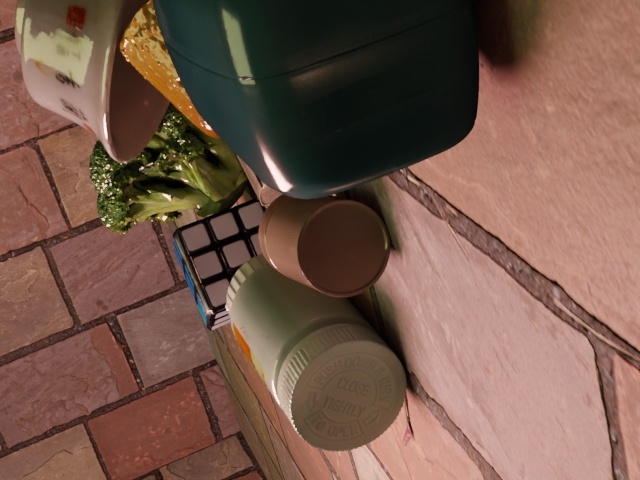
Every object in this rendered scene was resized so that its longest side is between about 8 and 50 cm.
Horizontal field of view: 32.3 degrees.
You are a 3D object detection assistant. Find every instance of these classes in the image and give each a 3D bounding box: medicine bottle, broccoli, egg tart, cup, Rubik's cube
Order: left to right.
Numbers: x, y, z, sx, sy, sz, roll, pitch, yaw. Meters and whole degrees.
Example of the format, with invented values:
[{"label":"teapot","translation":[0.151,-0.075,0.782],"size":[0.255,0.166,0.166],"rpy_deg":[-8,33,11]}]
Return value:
[{"label":"cup","translation":[-0.277,-0.288,1.404],"size":[0.347,0.163,0.347],"rpy_deg":[18,-90,-85]},{"label":"broccoli","translation":[-0.265,-0.136,1.916],"size":[0.275,0.308,0.308],"rpy_deg":[38,159,15]},{"label":"Rubik's cube","translation":[-0.152,0.044,1.891],"size":[0.162,0.163,0.160],"rpy_deg":[121,126,-73]},{"label":"egg tart","translation":[-0.095,-0.209,1.188],"size":[0.147,0.202,0.202],"rpy_deg":[52,166,5]},{"label":"medicine bottle","translation":[-0.018,0.133,1.469],"size":[0.318,0.158,0.158],"rpy_deg":[-133,24,-60]}]

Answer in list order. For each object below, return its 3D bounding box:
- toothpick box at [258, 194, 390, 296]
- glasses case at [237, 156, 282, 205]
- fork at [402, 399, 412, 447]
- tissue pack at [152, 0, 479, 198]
[{"label":"toothpick box","translation":[0.000,0.000,1.266],"size":[0.180,0.111,0.111],"rpy_deg":[-161,50,-73]},{"label":"glasses case","translation":[-0.109,-0.152,1.631],"size":[0.071,0.047,0.205],"rpy_deg":[93,153,-61]},{"label":"fork","translation":[0.110,0.227,1.434],"size":[0.016,0.012,0.115],"rpy_deg":[49,153,46]},{"label":"tissue pack","translation":[-0.017,-0.175,0.814],"size":[0.287,0.198,0.206],"rpy_deg":[-130,19,-62]}]
